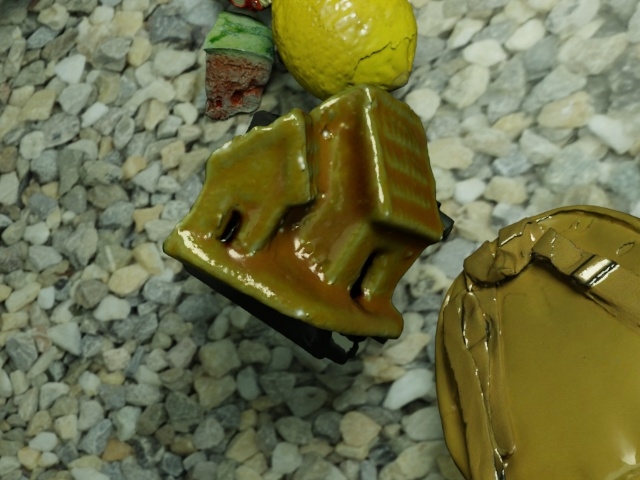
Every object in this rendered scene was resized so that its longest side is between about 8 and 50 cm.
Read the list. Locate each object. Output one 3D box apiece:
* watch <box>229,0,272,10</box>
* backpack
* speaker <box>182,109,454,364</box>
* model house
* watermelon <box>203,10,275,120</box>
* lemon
[{"bbox_3d":[-0.086,-0.421,0.942,0.165,0.102,0.268,36,148,25],"label":"watch"},{"bbox_3d":[0.286,0.132,0.769,0.353,0.201,0.378,-30,42,19],"label":"backpack"},{"bbox_3d":[0.000,0.000,0.955,0.254,0.184,0.232,33,103,19],"label":"speaker"},{"bbox_3d":[0.010,-0.043,0.747,0.173,0.268,0.239,37,102,35],"label":"model house"},{"bbox_3d":[-0.116,-0.233,1.034,0.097,0.121,0.158,17,103,-2],"label":"watermelon"},{"bbox_3d":[0.028,-0.264,0.936,0.180,0.180,0.193,-36,109,19],"label":"lemon"}]
